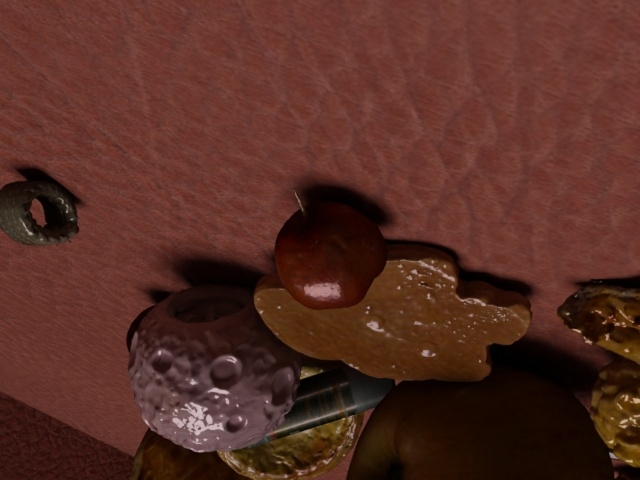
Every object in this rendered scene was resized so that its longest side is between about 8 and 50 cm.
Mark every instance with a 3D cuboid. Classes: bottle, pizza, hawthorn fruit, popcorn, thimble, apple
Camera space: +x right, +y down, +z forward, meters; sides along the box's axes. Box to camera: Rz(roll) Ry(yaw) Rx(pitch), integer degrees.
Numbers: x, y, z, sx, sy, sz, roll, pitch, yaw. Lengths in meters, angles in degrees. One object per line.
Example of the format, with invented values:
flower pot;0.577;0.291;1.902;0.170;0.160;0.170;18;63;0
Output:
bottle;-0.018;0.262;1.441;0.286;0.082;0.082;-17;152;1
pizza;0.442;0.114;0.951;0.365;0.074;0.182;16;166;3
hawthorn fruit;0.006;0.009;0.991;0.140;0.125;0.125;57;153;3
popcorn;0.426;0.209;1.097;0.180;0.180;0.170;-13;118;51
thimble;-0.378;-0.034;1.197;0.062;0.084;0.110;1;150;33
apple;0.212;0.359;1.263;0.333;0.400;0.400;19;161;-37

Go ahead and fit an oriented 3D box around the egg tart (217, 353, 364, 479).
egg tart;-0.061;0.290;1.561;0.294;0.294;0.123;26;-161;-18

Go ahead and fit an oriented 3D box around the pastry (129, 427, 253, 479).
pastry;-0.240;0.525;2.014;0.388;0.389;0.313;12;139;15

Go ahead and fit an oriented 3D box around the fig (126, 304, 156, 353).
fig;-0.212;0.189;1.503;0.230;0.143;0.160;13;148;14

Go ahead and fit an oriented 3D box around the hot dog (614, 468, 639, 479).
hot dog;0.631;0.463;1.582;0.261;0.093;0.123;20;171;37

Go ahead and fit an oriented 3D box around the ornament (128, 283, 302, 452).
ornament;-0.152;0.194;1.322;0.259;0.259;0.225;6;112;26

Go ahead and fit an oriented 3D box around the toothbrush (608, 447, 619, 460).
toothbrush;0.532;0.368;1.517;0.297;0.030;0.030;9;165;19

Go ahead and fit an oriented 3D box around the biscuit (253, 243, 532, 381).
biscuit;0.087;0.087;1.143;0.375;0.051;0.269;-2;138;29
